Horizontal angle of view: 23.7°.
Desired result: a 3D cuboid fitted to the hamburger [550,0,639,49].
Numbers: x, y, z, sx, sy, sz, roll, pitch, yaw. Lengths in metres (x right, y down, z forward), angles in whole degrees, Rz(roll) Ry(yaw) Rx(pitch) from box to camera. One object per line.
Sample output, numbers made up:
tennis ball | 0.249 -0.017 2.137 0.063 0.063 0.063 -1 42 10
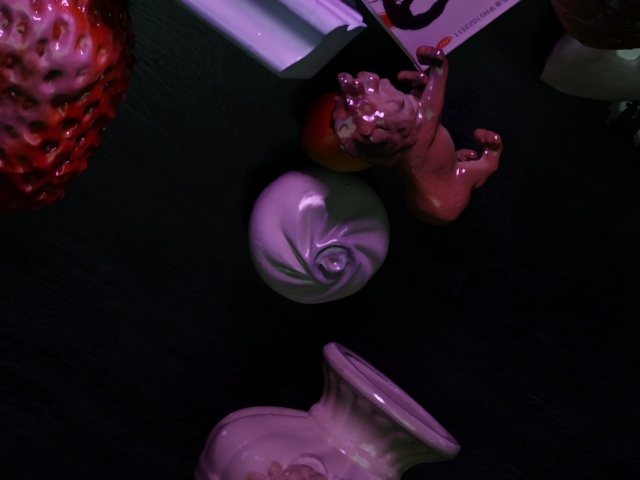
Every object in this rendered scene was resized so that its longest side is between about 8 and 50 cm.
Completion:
hamburger | 0.360 -0.299 1.578 0.243 0.146 0.286 11 154 -21

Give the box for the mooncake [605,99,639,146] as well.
mooncake | 0.522 -0.113 1.871 0.346 0.057 0.150 31 93 -19

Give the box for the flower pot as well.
flower pot | 0.020 0.281 1.879 0.307 0.307 0.244 37 92 -25

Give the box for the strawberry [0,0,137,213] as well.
strawberry | -0.328 -0.168 1.645 0.265 0.149 0.336 -3 120 -10

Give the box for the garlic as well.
garlic | 0.407 -0.256 1.757 0.318 0.112 0.143 -39 112 1

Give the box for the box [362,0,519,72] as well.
box | 0.191 -0.360 1.647 0.353 0.069 0.214 -34 134 11

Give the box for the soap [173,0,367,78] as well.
soap | -0.088 -0.279 1.610 0.289 0.173 0.095 34 110 -25

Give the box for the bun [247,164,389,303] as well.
bun | 0.000 0.000 1.811 0.172 0.120 0.173 -4 117 -9

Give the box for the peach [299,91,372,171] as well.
peach | 0.028 -0.126 1.754 0.100 0.101 0.101 -4 119 -7

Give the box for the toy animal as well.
toy animal | 0.109 -0.103 1.713 0.157 0.097 0.312 -54 134 -18
